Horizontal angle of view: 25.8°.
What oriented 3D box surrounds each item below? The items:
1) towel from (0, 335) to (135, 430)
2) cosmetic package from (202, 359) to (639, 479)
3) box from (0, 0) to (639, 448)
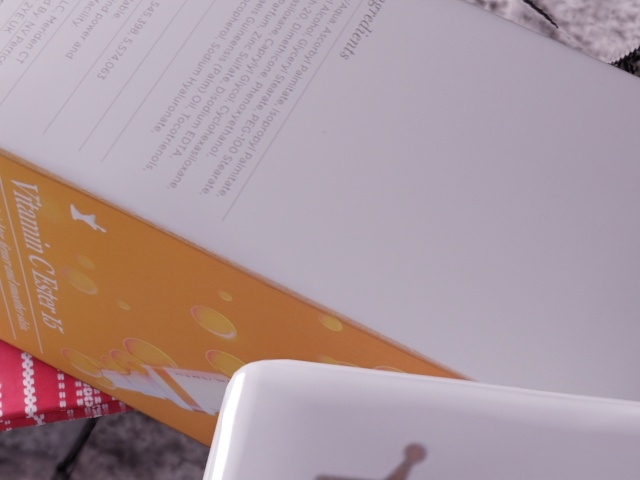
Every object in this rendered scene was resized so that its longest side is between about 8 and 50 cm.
[{"bbox_3d":[-0.128,0.008,0.778,0.274,0.031,0.199,-8,62,-9],"label":"towel"},{"bbox_3d":[0.117,0.286,0.407,0.329,0.394,0.327,6,52,9],"label":"cosmetic package"},{"bbox_3d":[0.000,0.000,0.654,0.345,0.215,0.168,25,62,10],"label":"box"}]
